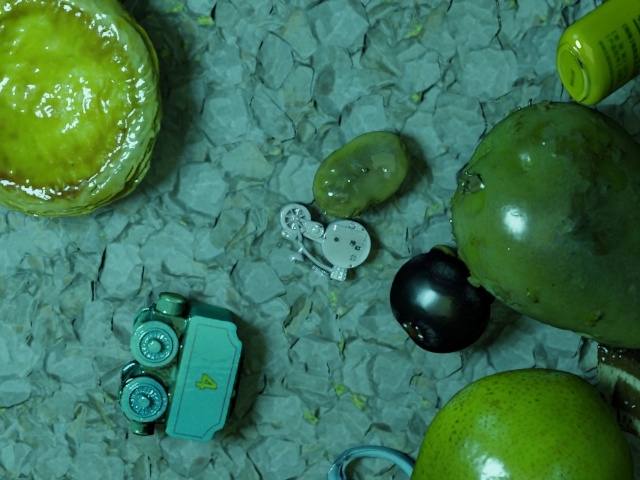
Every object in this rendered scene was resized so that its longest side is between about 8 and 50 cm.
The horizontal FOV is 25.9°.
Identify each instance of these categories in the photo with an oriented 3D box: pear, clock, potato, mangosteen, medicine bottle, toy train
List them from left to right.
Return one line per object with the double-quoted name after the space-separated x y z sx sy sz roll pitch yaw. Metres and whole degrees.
-0.183 0.169 1.827 0.154 0.107 0.198 11 100 -10 "toy train"
0.000 0.000 1.829 0.129 0.041 0.087 25 95 -10 "clock"
0.052 -0.083 1.799 0.138 0.070 0.091 -32 86 -8 "potato"
0.165 0.068 1.811 0.137 0.137 0.151 45 63 -8 "mangosteen"
0.260 0.301 1.774 0.294 0.294 0.294 0 100 -1 "pear"
0.330 0.002 1.746 0.359 0.219 0.270 45 85 -10 "potato"
0.418 -0.280 1.723 0.309 0.076 0.111 -35 132 -20 "medicine bottle"

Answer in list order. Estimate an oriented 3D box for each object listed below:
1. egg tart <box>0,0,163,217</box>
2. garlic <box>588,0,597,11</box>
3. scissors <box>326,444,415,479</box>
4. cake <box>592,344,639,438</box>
-0.339 -0.184 1.748 0.319 0.128 0.319 0 101 1 "egg tart"
0.400 -0.470 1.696 0.340 0.246 0.231 -40 68 13 "garlic"
0.171 0.411 1.910 0.393 0.032 0.180 23 99 -4 "scissors"
0.461 0.202 1.781 0.135 0.246 0.112 -1 100 -20 "cake"
